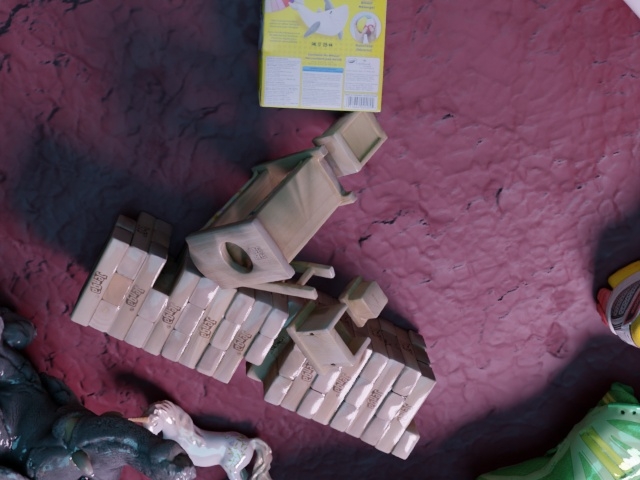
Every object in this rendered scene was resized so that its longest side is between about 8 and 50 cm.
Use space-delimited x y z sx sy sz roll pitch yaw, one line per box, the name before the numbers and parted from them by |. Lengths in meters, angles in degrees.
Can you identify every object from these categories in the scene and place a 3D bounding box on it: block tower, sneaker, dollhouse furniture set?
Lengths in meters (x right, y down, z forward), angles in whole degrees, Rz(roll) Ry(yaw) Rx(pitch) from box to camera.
block tower | -0.051 0.085 0.945 0.335 0.091 0.097 26 108 -13
sneaker | 0.290 0.209 1.024 0.296 0.109 0.123 -18 86 7
dollhouse furniture set | 0.000 0.000 0.906 0.101 0.182 0.161 -11 119 46
sneaker | 0.377 0.038 0.954 0.225 0.092 0.088 -32 110 8

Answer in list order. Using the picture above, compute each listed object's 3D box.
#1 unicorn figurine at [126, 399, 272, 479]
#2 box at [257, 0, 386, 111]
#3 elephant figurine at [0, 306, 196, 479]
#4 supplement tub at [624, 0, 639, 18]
unicorn figurine | -0.125 0.213 1.014 0.162 0.060 0.111 4 108 -22
box | 0.003 -0.200 0.851 0.105 0.043 0.179 3 101 -4
elephant figurine | -0.257 0.187 0.928 0.239 0.186 0.169 39 82 -8
supplement tub | 0.326 -0.306 0.714 0.228 0.228 0.316 42 117 -17
